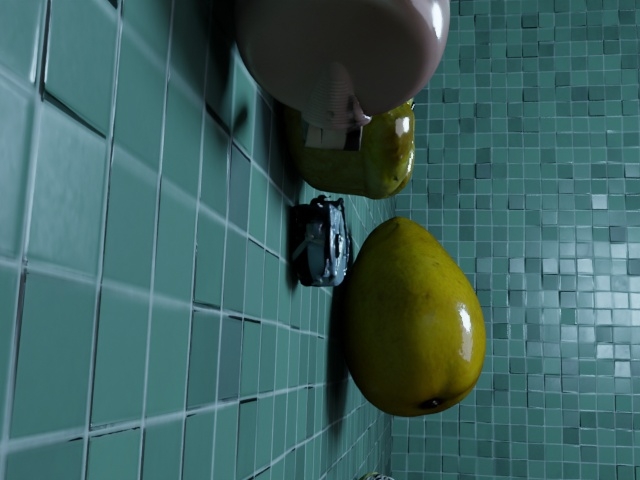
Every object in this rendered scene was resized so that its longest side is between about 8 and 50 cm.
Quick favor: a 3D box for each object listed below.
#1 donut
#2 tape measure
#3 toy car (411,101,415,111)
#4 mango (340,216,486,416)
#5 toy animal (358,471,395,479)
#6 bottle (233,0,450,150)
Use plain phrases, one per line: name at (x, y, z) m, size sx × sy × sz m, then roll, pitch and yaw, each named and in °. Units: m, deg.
donut at (0.037, -0.147, 0.754) m, size 0.261 × 0.128 × 0.209 m, roll -15°, pitch 107°, yaw -81°
tape measure at (0.000, 0.002, 0.766) m, size 0.091 × 0.054 × 0.094 m, roll -35°, pitch 123°, yaw -72°
toy car at (0.123, -0.315, 1.375) m, size 0.193 × 0.117 × 0.301 m, roll 71°, pitch 22°, yaw -72°
mango at (0.140, 0.114, 1.174) m, size 0.378 × 0.221 × 0.264 m, roll -93°, pitch 173°, yaw -54°
toy animal at (0.111, 0.495, 1.388) m, size 0.137 × 0.098 × 0.098 m, roll 23°, pitch 68°, yaw -80°
bottle at (0.026, -0.223, 0.544) m, size 0.206 × 0.173 × 0.297 m, roll 98°, pitch -3°, yaw -59°
